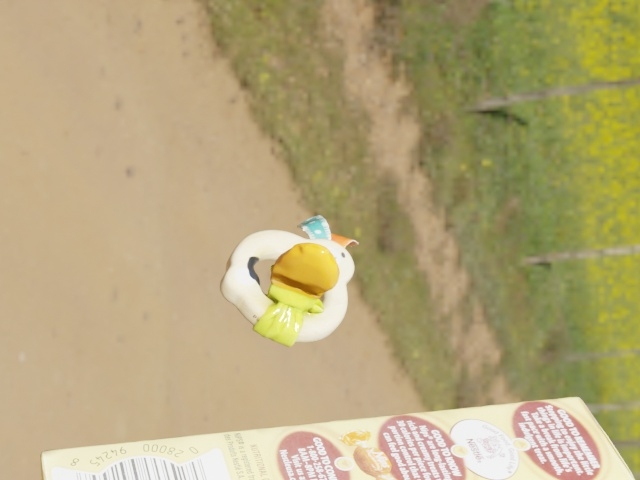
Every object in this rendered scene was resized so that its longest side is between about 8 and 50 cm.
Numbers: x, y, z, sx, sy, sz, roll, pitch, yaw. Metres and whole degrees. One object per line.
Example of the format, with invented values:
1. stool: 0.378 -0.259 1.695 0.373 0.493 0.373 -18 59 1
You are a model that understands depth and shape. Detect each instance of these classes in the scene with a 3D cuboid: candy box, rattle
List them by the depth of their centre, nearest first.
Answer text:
1. candy box: 0.004 0.196 0.777 0.087 0.316 0.183 -114 -154 -54
2. rattle: 0.000 0.000 1.324 0.199 0.130 0.143 -36 149 -45
